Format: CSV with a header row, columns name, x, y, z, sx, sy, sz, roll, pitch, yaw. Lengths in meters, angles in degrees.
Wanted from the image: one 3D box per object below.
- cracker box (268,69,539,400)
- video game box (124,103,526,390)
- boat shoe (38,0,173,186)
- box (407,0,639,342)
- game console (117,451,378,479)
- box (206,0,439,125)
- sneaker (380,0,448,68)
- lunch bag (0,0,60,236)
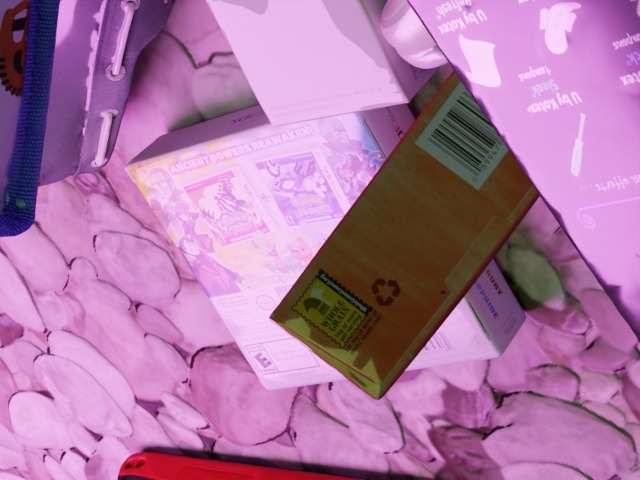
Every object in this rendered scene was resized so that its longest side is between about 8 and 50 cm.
name,x,y,z,sx,sy,sz,roll,pitch,yaw
cracker box,0.058,-0.010,0.843,0.067,0.156,0.232,37,-176,5
video game box,0.000,0.000,1.064,0.205,0.048,0.187,-12,118,42
boat shoe,-0.138,-0.158,1.016,0.116,0.099,0.319,59,138,37
box,0.183,-0.045,0.604,0.270,0.165,0.143,55,150,-13
game console,0.034,0.332,1.328,0.342,0.060,0.387,5,127,41
box,0.010,-0.130,0.914,0.101,0.087,0.102,-6,120,40
sneaker,0.076,-0.206,0.768,0.118,0.110,0.292,20,131,-6
lunch bag,-0.290,-0.219,0.909,0.328,0.239,0.385,18,107,42
